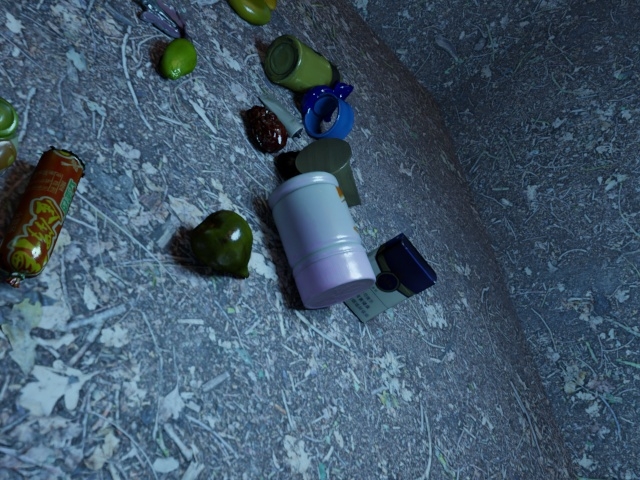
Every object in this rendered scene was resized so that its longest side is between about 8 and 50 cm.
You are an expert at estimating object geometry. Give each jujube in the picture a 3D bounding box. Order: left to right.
[{"bbox_3d":[-0.158,-0.339,1.461,0.104,0.104,0.165,1,61,-55],"label":"jujube"}]

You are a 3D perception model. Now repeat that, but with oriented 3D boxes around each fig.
[{"bbox_3d":[-0.216,0.022,1.061,0.127,0.184,0.132,10,48,-2],"label":"fig"}]

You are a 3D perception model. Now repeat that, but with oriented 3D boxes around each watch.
[{"bbox_3d":[0.035,-0.465,1.775,0.171,0.196,0.200,3,52,-44],"label":"watch"}]

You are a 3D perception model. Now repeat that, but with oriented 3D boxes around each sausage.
[{"bbox_3d":[-0.451,-0.035,0.778,0.083,0.083,0.263,32,39,-37],"label":"sausage"}]

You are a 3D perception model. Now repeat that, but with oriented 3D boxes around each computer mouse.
[{"bbox_3d":[-0.042,-0.227,1.549,0.242,0.078,0.146,13,54,-51],"label":"computer mouse"}]

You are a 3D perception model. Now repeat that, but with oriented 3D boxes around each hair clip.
[{"bbox_3d":[-0.453,-0.650,1.381,0.187,0.056,0.146,34,36,-49],"label":"hair clip"}]

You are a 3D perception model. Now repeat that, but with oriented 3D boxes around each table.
[{"bbox_3d":[0.037,-0.172,1.469,0.226,0.167,0.167,67,16,-47],"label":"table"}]

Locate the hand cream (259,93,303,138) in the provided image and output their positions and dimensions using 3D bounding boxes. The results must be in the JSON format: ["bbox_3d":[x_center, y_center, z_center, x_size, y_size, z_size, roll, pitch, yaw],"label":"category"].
[{"bbox_3d":[-0.127,-0.421,1.638,0.186,0.054,0.087,50,35,0],"label":"hand cream"}]

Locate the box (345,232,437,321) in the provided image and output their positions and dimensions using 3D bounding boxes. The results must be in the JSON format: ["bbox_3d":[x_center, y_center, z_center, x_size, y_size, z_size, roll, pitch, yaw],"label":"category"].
[{"bbox_3d":[0.177,0.109,1.371,0.168,0.259,0.071,48,28,-14],"label":"box"}]

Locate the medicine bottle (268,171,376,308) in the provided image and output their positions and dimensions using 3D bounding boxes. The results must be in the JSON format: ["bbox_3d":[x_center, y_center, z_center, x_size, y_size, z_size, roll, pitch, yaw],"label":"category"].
[{"bbox_3d":[0.000,0.000,1.271,0.202,0.202,0.315,9,56,-52],"label":"medicine bottle"}]

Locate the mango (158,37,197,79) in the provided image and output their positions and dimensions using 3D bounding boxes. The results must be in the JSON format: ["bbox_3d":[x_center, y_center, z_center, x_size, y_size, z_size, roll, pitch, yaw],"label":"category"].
[{"bbox_3d":[-0.379,-0.487,1.301,0.091,0.074,0.165,40,35,-31],"label":"mango"}]

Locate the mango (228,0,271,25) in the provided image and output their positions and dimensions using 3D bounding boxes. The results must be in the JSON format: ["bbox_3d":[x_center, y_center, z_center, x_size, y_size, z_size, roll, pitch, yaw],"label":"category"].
[{"bbox_3d":[-0.270,-0.879,1.828,0.191,0.086,0.121,-1,73,-45],"label":"mango"}]

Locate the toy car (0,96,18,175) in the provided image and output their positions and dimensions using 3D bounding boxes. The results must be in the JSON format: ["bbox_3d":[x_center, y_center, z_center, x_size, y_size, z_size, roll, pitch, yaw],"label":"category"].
[{"bbox_3d":[-0.563,-0.126,0.663,0.235,0.145,0.234,14,70,-44],"label":"toy car"}]

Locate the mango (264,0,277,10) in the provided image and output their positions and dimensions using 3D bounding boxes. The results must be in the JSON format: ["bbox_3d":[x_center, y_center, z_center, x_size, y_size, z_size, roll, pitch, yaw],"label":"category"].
[{"bbox_3d":[-0.270,-1.027,1.911,0.257,0.138,0.187,54,12,-14],"label":"mango"}]

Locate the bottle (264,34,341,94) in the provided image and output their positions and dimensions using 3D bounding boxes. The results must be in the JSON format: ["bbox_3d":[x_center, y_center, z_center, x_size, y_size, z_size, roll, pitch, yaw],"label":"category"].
[{"bbox_3d":[-0.047,-0.642,1.847,0.351,0.172,0.171,-1,63,-59],"label":"bottle"}]
